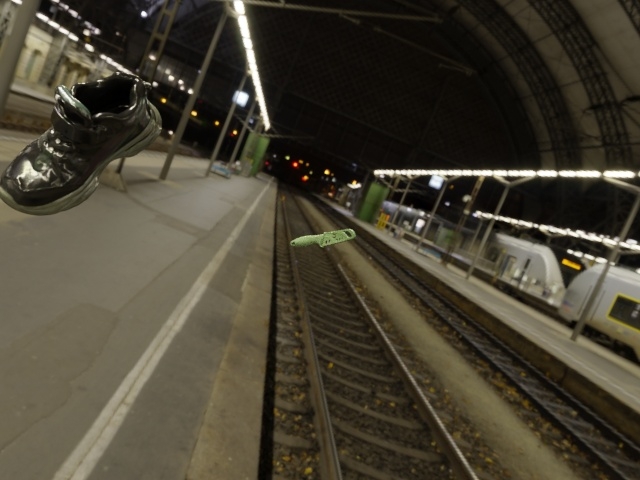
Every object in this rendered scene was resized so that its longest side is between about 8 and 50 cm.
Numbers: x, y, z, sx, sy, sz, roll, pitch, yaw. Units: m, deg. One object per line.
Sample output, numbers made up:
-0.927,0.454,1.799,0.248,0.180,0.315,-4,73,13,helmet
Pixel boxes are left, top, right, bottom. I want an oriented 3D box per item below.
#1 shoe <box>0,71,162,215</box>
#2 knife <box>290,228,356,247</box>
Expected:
-0.214,-0.099,0.449,0.071,0.169,0.099,40,-28,5,shoe
0.000,0.000,1.028,0.014,0.030,0.207,9,-12,-38,knife
